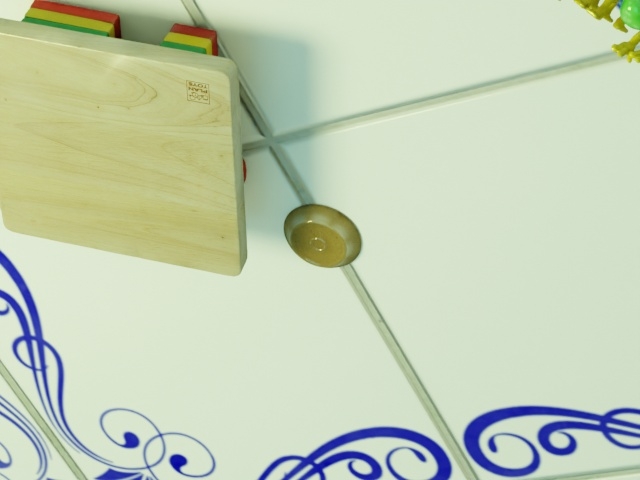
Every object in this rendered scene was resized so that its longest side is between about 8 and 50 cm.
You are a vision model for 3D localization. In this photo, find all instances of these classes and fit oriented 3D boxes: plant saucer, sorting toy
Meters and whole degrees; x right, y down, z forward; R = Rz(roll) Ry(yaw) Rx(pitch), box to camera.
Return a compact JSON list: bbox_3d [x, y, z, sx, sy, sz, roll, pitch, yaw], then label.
[{"bbox_3d":[0.000,0.000,2.004,0.083,0.015,0.083,12,133,13],"label":"plant saucer"},{"bbox_3d":[-0.190,-0.108,1.936,0.257,0.089,0.255,11,133,13],"label":"sorting toy"}]

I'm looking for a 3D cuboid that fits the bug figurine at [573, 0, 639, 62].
[{"bbox_3d":[0.241,-0.197,1.563,0.216,0.279,0.072,42,104,18],"label":"bug figurine"}]
